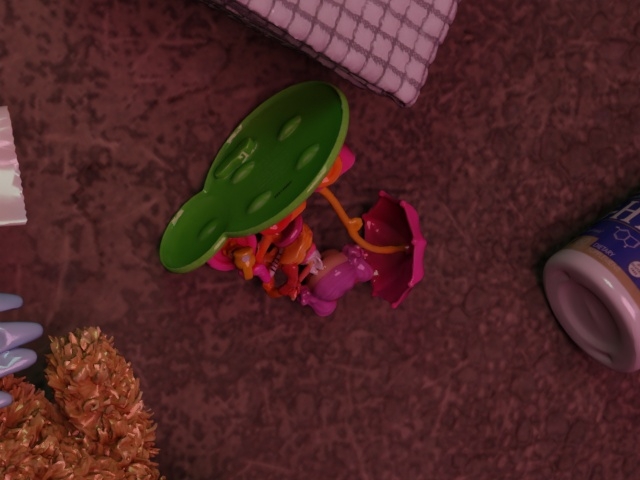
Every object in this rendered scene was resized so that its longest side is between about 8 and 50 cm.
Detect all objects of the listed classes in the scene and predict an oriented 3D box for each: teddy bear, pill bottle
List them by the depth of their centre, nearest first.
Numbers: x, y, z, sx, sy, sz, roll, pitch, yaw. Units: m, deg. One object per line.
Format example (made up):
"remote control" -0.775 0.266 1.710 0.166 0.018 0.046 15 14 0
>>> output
"teddy bear" -0.187 0.170 0.987 0.245 0.113 0.338 -43 95 -18
"pill bottle" 0.279 0.010 1.237 0.187 0.112 0.112 -35 109 -20

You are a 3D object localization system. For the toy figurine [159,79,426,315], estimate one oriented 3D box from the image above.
"toy figurine" 0.000 0.000 1.110 0.173 0.130 0.159 -44 124 7

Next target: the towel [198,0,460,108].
"towel" -0.014 -0.250 1.029 0.284 0.121 0.235 25 87 -38

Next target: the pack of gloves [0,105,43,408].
"pack of gloves" -0.289 0.020 0.939 0.232 0.046 0.195 -10 75 -11
